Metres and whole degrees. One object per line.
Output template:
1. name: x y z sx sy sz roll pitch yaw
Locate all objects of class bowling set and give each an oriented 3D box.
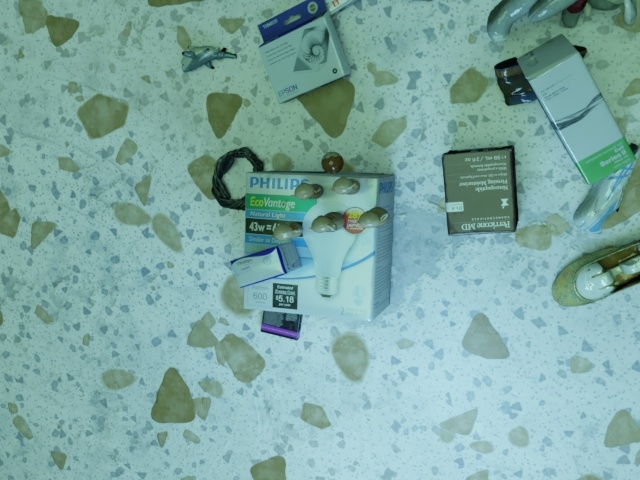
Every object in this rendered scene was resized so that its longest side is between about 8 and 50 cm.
1. bowling set: 0.008 -0.106 1.652 0.286 0.154 0.200 -12 92 16

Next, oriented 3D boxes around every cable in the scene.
1. cable: -0.237 -0.179 2.014 0.150 0.047 0.185 17 107 18

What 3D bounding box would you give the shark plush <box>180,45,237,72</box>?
1. shark plush: -0.315 -0.513 1.984 0.161 0.073 0.067 -9 118 -2

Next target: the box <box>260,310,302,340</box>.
1. box: -0.107 0.199 2.047 0.116 0.029 0.162 12 104 14

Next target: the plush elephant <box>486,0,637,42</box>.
1. plush elephant: 0.574 -0.586 1.599 0.255 0.272 0.330 25 146 -24

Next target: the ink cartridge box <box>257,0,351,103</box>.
1. ink cartridge box: -0.054 -0.504 1.865 0.223 0.045 0.224 -17 97 32

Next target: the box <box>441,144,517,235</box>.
1. box: 0.401 -0.127 1.759 0.168 0.167 0.203 -3 99 17

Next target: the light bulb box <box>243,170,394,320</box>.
1. light bulb box: 0.000 0.000 1.862 0.357 0.225 0.362 3 97 16

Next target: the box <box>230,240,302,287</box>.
1. box: -0.129 0.057 1.714 0.126 0.137 0.072 -18 90 18

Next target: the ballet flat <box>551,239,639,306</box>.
1. ballet flat: 0.730 0.072 1.724 0.348 0.123 0.123 -26 92 20

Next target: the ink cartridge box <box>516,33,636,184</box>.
1. ink cartridge box: 0.577 -0.302 1.609 0.121 0.211 0.289 -30 110 20

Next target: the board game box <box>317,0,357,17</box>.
1. board game box: 0.028 -0.758 1.817 0.192 0.053 0.305 -27 91 20

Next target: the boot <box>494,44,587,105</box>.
1. boot: 0.541 -0.405 1.730 0.219 0.082 0.106 -12 120 11

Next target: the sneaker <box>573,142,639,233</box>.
1. sneaker: 0.707 -0.125 1.721 0.086 0.085 0.237 24 104 -16
